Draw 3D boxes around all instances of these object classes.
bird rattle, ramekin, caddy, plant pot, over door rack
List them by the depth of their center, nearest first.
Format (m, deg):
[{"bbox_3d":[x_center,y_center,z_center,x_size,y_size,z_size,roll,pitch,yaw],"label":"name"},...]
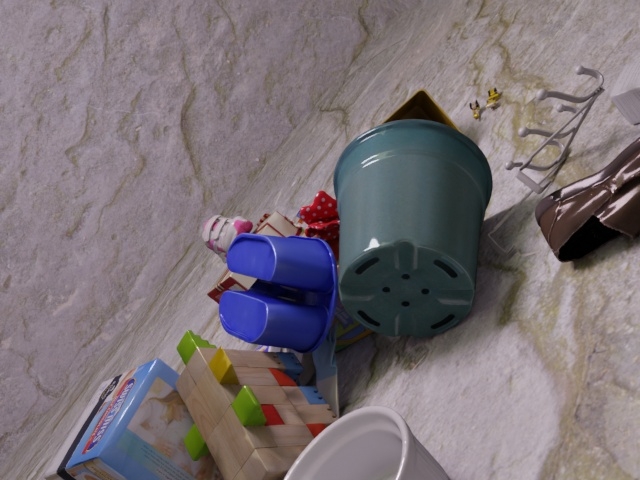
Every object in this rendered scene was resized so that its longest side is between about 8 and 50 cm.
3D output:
[{"bbox_3d":[0.063,0.397,1.129,0.277,0.135,0.277,-40,18,15],"label":"ramekin"},{"bbox_3d":[0.414,-0.162,1.471,0.324,0.108,0.239,-53,-16,-28],"label":"over door rack"},{"bbox_3d":[0.175,-0.009,1.519,0.341,0.341,0.334,-33,29,33],"label":"plant pot"},{"bbox_3d":[-0.078,0.105,1.607,0.341,0.179,0.241,8,88,63],"label":"caddy"},{"bbox_3d":[0.000,0.000,1.813,0.253,0.207,0.143,-55,51,21],"label":"bird rattle"},{"bbox_3d":[0.264,-0.275,2.093,0.212,0.212,0.187,-41,6,12],"label":"plant pot"}]

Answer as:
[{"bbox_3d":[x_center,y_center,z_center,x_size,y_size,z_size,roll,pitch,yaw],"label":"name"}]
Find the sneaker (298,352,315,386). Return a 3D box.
[{"bbox_3d":[-0.053,0.255,1.762,0.080,0.094,0.212,-30,23,35],"label":"sneaker"}]

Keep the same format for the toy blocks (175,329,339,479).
[{"bbox_3d":[-0.085,0.334,1.396,0.190,0.261,0.381,-57,47,21],"label":"toy blocks"}]

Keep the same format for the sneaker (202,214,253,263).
[{"bbox_3d":[-0.264,-0.016,2.056,0.103,0.111,0.252,-57,8,-25],"label":"sneaker"}]

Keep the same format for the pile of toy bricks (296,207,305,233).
[{"bbox_3d":[-0.073,0.002,2.382,0.212,0.118,0.105,-60,-11,-16],"label":"pile of toy bricks"}]

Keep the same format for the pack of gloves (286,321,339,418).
[{"bbox_3d":[-0.035,0.276,1.598,0.195,0.046,0.231,-32,49,48],"label":"pack of gloves"}]

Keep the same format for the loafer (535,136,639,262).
[{"bbox_3d":[0.512,-0.061,1.225,0.366,0.134,0.130,-39,40,49],"label":"loafer"}]

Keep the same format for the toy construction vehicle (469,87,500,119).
[{"bbox_3d":[0.467,-0.382,2.148,0.086,0.035,0.098,-25,27,22],"label":"toy construction vehicle"}]

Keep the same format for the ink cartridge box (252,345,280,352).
[{"bbox_3d":[-0.193,0.364,1.904,0.206,0.045,0.208,-37,18,22],"label":"ink cartridge box"}]

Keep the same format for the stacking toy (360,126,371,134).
[{"bbox_3d":[0.057,-0.151,2.109,0.131,0.279,0.309,5,35,16],"label":"stacking toy"}]

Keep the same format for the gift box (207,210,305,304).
[{"bbox_3d":[-0.102,0.089,1.995,0.258,0.255,0.276,-57,16,-28],"label":"gift box"}]

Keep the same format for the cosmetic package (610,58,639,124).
[{"bbox_3d":[0.681,-0.313,1.436,0.231,0.085,0.117,-20,30,54],"label":"cosmetic package"}]

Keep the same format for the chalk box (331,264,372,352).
[{"bbox_3d":[0.079,0.126,1.695,0.213,0.132,0.132,-35,20,28],"label":"chalk box"}]

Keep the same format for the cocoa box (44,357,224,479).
[{"bbox_3d":[-0.294,0.436,1.472,0.228,0.347,0.231,-28,26,42],"label":"cocoa box"}]
